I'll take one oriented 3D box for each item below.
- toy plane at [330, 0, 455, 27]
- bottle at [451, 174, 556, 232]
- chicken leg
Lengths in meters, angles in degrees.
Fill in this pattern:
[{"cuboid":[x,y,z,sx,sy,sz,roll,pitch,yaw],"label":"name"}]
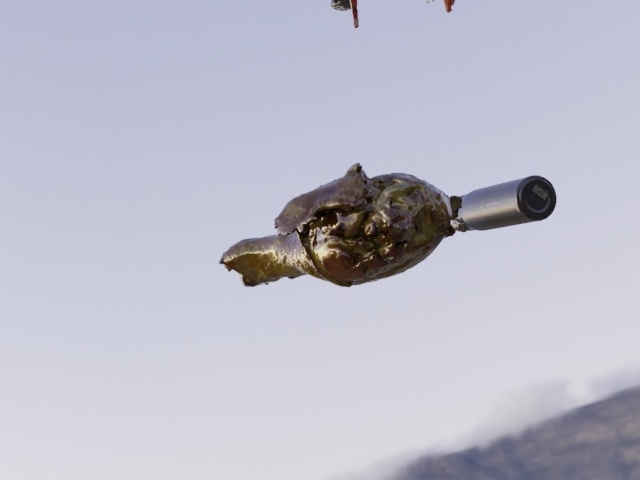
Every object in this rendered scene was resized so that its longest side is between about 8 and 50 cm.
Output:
[{"cuboid":[0.059,-0.311,1.379,0.194,0.126,0.077,-15,6,-25],"label":"toy plane"},{"cuboid":[0.288,-0.054,1.930,0.082,0.072,0.244,-48,12,-16],"label":"bottle"},{"cuboid":[0.000,0.003,1.570,0.361,0.140,0.211,-15,-24,28],"label":"chicken leg"}]
